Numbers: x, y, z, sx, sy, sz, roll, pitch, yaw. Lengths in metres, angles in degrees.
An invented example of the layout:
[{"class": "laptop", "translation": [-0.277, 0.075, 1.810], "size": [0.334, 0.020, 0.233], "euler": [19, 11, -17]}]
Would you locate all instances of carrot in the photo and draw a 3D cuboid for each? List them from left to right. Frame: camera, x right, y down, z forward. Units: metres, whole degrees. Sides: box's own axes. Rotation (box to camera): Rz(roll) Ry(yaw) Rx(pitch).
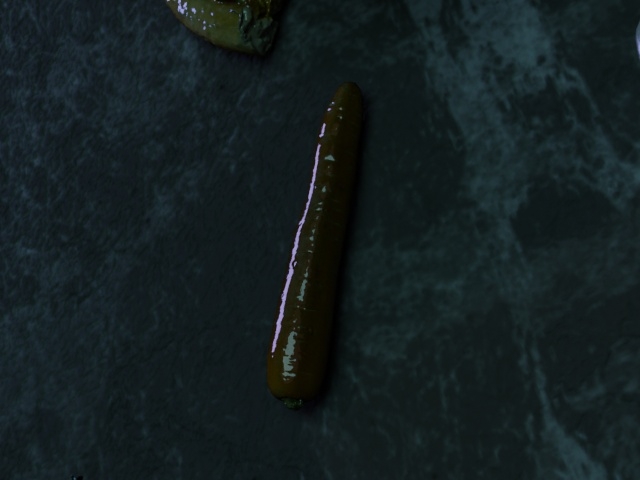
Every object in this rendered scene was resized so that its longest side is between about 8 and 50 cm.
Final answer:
[{"class": "carrot", "translation": [0.000, 0.000, 1.234], "size": [0.043, 0.043, 0.248], "euler": [-1, 67, 30]}]

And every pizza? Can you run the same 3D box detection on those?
[{"class": "pizza", "translation": [-0.090, -0.247, 1.379], "size": [0.127, 0.058, 0.246], "euler": [-16, 65, 23]}]

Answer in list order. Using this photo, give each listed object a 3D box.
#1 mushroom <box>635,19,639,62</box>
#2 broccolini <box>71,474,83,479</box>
[{"class": "mushroom", "translation": [0.326, -0.108, 0.927], "size": [0.353, 0.353, 0.325], "euler": [-20, 45, 22]}, {"class": "broccolini", "translation": [-0.211, 0.304, 1.224], "size": [0.123, 0.062, 0.272], "euler": [-19, 64, 34]}]
